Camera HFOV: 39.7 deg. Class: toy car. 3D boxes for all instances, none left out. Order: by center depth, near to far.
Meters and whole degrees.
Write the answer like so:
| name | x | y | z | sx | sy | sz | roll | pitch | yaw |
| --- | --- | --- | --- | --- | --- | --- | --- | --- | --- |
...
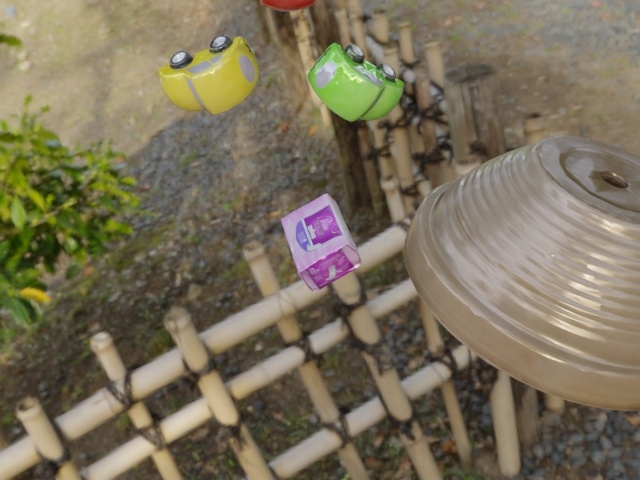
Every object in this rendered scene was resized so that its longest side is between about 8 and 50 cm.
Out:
| name | x | y | z | sx | sy | sz | roll | pitch | yaw |
| --- | --- | --- | --- | --- | --- | --- | --- | --- | --- |
| toy car | -0.012 | -0.171 | 0.844 | 0.239 | 0.225 | 0.053 | -47 | 33 | 33 |

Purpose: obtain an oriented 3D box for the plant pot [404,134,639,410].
| name | x | y | z | sx | sy | sz | roll | pitch | yaw |
| --- | --- | --- | --- | --- | --- | --- | --- | --- | --- |
| plant pot | 0.190 | -0.001 | 0.642 | 0.237 | 0.110 | 0.237 | 14 | 34 | -9 |

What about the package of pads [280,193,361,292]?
| name | x | y | z | sx | sy | sz | roll | pitch | yaw |
| --- | --- | --- | --- | --- | --- | --- | --- | --- | --- |
| package of pads | 0.000 | 0.000 | 0.736 | 0.050 | 0.032 | 0.083 | -31 | 37 | 7 |
